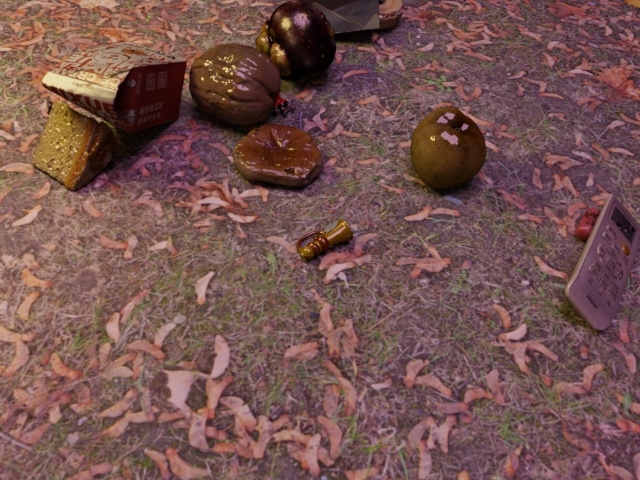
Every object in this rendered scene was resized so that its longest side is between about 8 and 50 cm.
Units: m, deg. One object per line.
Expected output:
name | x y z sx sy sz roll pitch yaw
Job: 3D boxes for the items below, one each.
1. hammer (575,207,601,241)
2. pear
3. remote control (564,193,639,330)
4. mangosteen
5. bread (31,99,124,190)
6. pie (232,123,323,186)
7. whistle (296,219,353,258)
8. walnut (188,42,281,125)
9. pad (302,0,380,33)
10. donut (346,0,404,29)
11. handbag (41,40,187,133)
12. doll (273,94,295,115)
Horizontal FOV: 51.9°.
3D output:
hammer | 0.550 -0.033 1.343 0.043 0.043 0.083 28 50 18
pear | 0.269 -0.193 1.392 0.167 0.136 0.167 15 51 -19
remote control | 0.539 0.038 1.263 0.109 0.055 0.313 48 51 -8
mangosteen | -0.072 -0.475 1.600 0.217 0.192 0.192 -27 49 11
bread | -0.503 -0.189 1.333 0.147 0.127 0.152 25 67 16
pie | -0.089 -0.185 1.406 0.195 0.046 0.195 3 46 -4
whistle | 0.002 -0.004 1.255 0.109 0.046 0.057 -25 69 -19
walnut | -0.196 -0.352 1.471 0.231 0.178 0.178 17 47 23
pad | 0.038 -0.616 1.783 0.243 0.004 0.163 -5 58 8
donut | 0.149 -0.647 1.843 0.175 0.068 0.174 4 50 -4
handbag | -0.421 -0.315 1.359 0.171 0.151 0.298 20 24 12
doll | -0.111 -0.334 1.546 0.114 0.039 0.057 38 83 13
